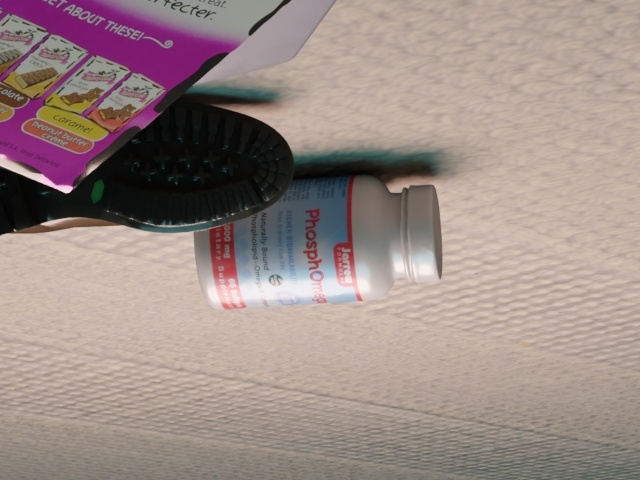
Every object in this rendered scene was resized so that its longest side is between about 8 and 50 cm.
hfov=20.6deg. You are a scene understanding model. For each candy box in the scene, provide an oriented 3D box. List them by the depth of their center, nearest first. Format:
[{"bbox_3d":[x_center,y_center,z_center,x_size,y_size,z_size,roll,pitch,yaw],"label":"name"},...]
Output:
[{"bbox_3d":[-0.073,-0.130,0.622,0.233,0.071,0.159,-37,146,21],"label":"candy box"}]

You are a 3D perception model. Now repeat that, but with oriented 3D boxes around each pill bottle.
[{"bbox_3d":[0.000,0.000,1.195,0.160,0.087,0.087,-4,163,9],"label":"pill bottle"}]

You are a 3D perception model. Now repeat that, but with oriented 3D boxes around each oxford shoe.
[{"bbox_3d":[-0.128,-0.045,1.087,0.227,0.082,0.096,-2,-177,4],"label":"oxford shoe"}]

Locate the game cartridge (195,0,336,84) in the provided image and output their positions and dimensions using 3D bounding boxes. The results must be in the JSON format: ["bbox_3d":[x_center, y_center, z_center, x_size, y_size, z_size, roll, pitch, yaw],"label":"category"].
[{"bbox_3d":[-0.134,-0.107,0.790,0.294,0.060,0.196,-10,163,-20],"label":"game cartridge"}]
